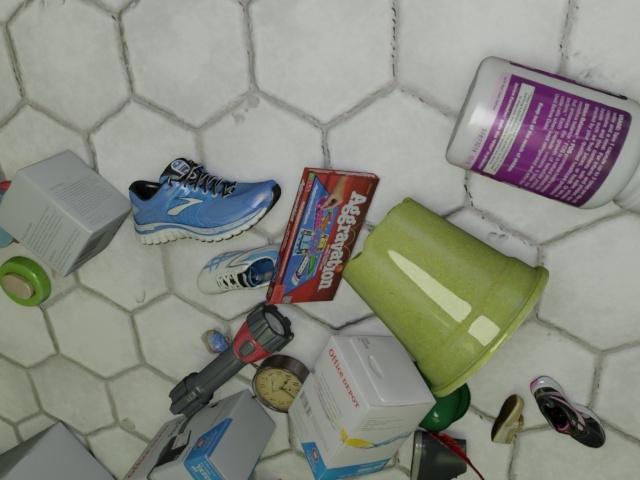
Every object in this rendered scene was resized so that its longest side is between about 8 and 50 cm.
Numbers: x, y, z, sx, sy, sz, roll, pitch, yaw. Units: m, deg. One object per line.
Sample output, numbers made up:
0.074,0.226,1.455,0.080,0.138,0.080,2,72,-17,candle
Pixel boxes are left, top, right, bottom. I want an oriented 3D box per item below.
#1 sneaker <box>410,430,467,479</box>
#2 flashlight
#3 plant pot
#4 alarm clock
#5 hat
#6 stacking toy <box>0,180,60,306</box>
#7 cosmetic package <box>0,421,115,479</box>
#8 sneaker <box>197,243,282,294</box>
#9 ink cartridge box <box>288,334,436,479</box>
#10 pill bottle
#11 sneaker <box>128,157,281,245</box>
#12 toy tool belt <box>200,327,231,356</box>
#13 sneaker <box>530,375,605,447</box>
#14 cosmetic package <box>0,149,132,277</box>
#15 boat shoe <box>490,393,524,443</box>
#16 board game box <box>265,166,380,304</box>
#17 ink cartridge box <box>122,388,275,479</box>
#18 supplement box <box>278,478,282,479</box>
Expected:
0.258,0.522,1.161,0.118,0.083,0.222,5,118,10,sneaker
-0.195,0.261,1.134,0.304,0.103,0.103,-42,131,18,flashlight
0.185,0.072,0.889,0.254,0.276,0.276,40,120,9,plant pot
-0.065,0.321,1.173,0.192,0.064,0.129,8,116,16,alarm clock
0.214,0.361,1.038,0.208,0.183,0.173,-7,112,20,hat
-0.737,0.036,1.204,0.309,0.130,0.279,-31,102,27,stacking toy
-0.841,0.791,1.479,0.393,0.329,0.327,-31,102,27,cosmetic package
-0.162,0.067,1.070,0.237,0.086,0.085,-17,110,25,sneaker
0.075,0.326,1.039,0.168,0.171,0.233,7,125,-32,ink cartridge box
0.351,-0.144,0.766,0.301,0.169,0.169,21,119,7,pill bottle
-0.233,-0.082,0.997,0.330,0.130,0.147,-6,115,19,sneaker
-0.228,0.235,1.189,0.051,0.052,0.083,-26,106,34,toy tool belt
0.474,0.350,1.016,0.178,0.077,0.072,38,120,-4,sneaker
-0.524,-0.058,1.082,0.183,0.151,0.151,42,118,-6,cosmetic package
0.388,0.365,1.068,0.045,0.050,0.135,15,128,6,boat shoe
0.000,0.000,0.973,0.145,0.027,0.281,0,124,-31,board game box
-0.289,0.508,1.238,0.307,0.223,0.129,-29,103,26,ink cartridge box
-0.126,0.743,1.291,0.191,0.194,0.129,48,120,12,supplement box
